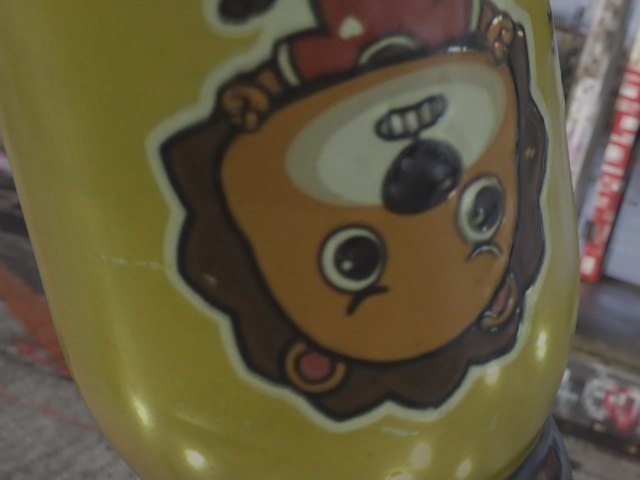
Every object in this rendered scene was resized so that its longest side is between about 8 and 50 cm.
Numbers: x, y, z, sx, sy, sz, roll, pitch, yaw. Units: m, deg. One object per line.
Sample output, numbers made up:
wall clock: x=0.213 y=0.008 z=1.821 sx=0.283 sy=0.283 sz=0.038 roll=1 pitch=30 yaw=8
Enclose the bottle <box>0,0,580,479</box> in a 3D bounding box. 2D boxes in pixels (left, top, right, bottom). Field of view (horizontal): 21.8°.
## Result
bottle: x=0.000 y=0.000 z=0.513 sx=0.171 sy=0.351 sz=0.171 roll=-10 pitch=25 yaw=5
